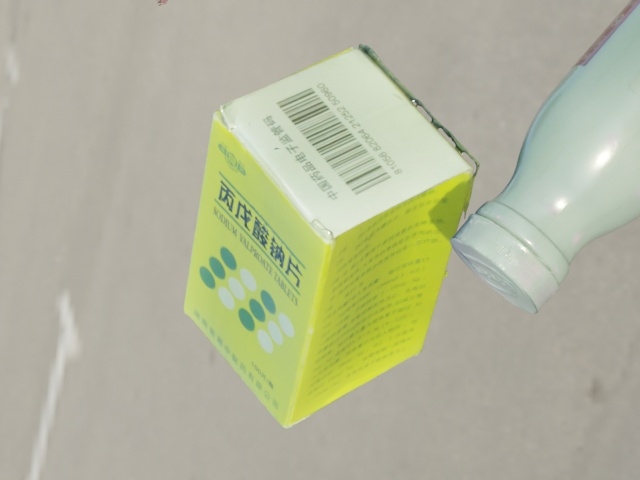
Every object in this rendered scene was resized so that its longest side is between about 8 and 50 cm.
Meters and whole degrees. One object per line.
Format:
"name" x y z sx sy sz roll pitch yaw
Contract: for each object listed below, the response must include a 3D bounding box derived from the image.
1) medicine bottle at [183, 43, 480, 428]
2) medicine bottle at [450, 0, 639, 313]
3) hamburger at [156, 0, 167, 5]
"medicine bottle" 0.000 0.000 1.302 0.137 0.141 0.250 50 151 26
"medicine bottle" 0.170 -0.059 1.055 0.216 0.090 0.090 -48 20 -8
"hamburger" -0.090 -0.259 1.262 0.093 0.164 0.189 81 179 -81
